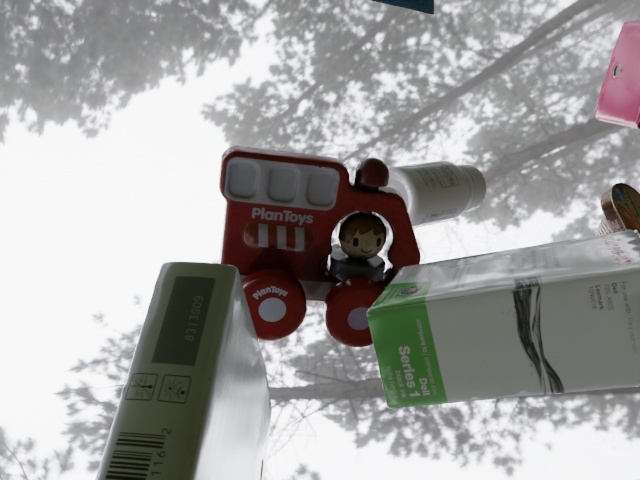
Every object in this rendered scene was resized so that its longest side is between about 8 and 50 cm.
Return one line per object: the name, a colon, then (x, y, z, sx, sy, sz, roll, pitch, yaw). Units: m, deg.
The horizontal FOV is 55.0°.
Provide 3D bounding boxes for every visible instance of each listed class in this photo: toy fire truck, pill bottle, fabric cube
toy fire truck: (0.000, 0.000, 0.886, 0.303, 0.169, 0.253, 5, -68, -8)
pill bottle: (0.234, -0.099, 1.286, 0.229, 0.131, 0.131, -11, -98, -36)
fabric cube: (0.847, -0.374, 1.446, 0.259, 0.258, 0.253, 11, -73, 1)

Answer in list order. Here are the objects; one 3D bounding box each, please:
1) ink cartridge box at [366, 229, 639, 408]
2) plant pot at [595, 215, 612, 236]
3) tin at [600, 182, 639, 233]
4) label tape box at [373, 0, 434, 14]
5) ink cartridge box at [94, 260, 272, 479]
ink cartridge box: (0.169, 0.063, 0.526, 0.160, 0.220, 0.092, -30, -72, -68)
plant pot: (0.683, 0.023, 1.352, 0.237, 0.110, 0.237, 45, -156, -26)
tin: (0.603, -0.021, 1.175, 0.106, 0.040, 0.189, -4, -114, -27)
label tape box: (0.103, -0.588, 1.225, 0.241, 0.106, 0.333, 8, -105, -11)
ink cartridge box: (-0.129, 0.254, 0.685, 0.091, 0.384, 0.308, 3, -126, 4)
